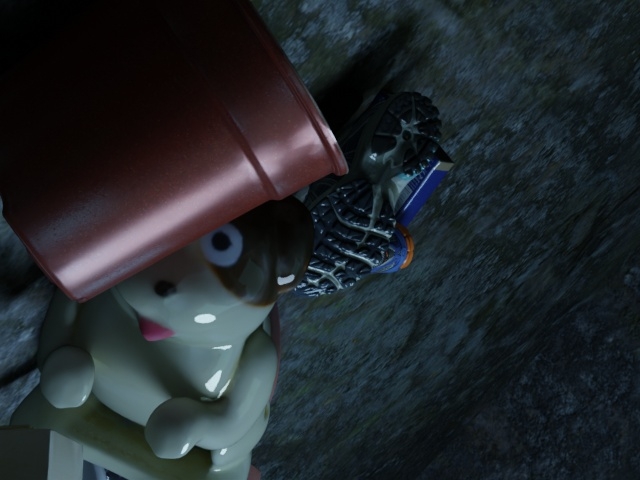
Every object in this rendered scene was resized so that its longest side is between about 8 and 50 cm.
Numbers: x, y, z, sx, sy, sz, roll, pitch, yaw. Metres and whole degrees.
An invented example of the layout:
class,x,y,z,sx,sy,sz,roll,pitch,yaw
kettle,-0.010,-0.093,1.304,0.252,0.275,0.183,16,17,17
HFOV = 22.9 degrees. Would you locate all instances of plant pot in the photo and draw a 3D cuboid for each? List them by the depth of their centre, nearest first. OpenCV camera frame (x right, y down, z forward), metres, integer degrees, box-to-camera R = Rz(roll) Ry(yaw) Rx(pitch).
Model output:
class,x,y,z,sx,sy,sz,roll,pitch,yaw
plant pot,-0.159,-0.098,1.378,0.265,0.272,0.272,-34,159,-3

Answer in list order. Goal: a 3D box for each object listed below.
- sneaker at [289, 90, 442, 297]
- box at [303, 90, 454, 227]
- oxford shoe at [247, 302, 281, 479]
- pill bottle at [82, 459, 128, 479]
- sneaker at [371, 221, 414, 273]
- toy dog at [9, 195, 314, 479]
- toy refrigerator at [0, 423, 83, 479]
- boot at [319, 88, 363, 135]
class,x,y,z,sx,sy,sz,roll,pitch,yaw
sneaker,0.036,-0.050,1.879,0.283,0.110,0.122,-54,-158,-15
box,0.063,-0.061,2.003,0.036,0.136,0.225,4,131,-47
oxford shoe,-0.143,0.197,1.959,0.146,0.397,0.140,15,153,-16
pill bottle,-0.226,0.233,2.053,0.246,0.130,0.130,-28,155,-37
sneaker,0.000,0.000,1.944,0.087,0.221,0.083,-17,106,-68
toy dog,-0.137,0.080,1.721,0.395,0.284,0.408,-49,165,-34
toy refrigerator,-0.389,0.243,1.621,0.269,0.094,0.102,-3,162,12
boot,0.007,-0.126,1.927,0.106,0.037,0.114,-41,164,-17
